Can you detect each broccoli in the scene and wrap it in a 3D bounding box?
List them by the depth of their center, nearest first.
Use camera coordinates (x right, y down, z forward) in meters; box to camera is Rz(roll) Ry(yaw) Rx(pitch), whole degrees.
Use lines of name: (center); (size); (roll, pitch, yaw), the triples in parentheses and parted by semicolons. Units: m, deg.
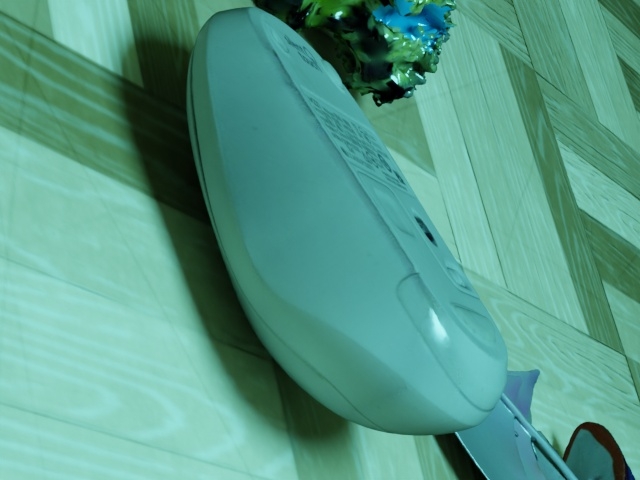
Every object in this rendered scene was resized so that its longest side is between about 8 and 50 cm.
broccoli: (0.025, -0.191, 1.300); (0.160, 0.167, 0.154); (-25, 53, -39)

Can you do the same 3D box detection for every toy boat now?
toy boat: (0.147, 0.158, 1.251); (0.318, 0.072, 0.219); (41, 30, -34)

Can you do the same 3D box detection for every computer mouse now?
computer mouse: (0.000, 0.000, 1.054); (0.297, 0.121, 0.184); (56, 15, 15)
